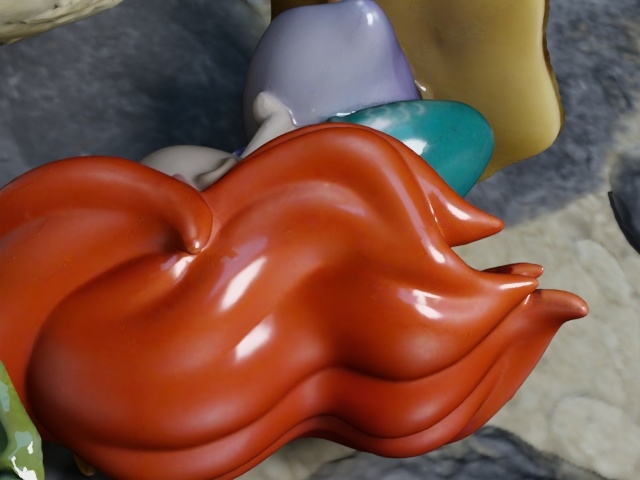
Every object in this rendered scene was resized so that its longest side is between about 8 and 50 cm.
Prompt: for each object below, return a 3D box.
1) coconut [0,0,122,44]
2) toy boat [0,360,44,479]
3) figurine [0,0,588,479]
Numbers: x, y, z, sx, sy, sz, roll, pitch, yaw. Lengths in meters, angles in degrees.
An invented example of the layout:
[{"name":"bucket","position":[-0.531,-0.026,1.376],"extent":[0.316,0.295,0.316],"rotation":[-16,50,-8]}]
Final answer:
[{"name":"coconut","position":[-0.168,-0.263,0.675],"extent":[0.404,0.404,0.405],"rotation":[11,52,-14]},{"name":"toy boat","position":[-0.125,0.169,0.557],"extent":[0.111,0.084,0.276],"rotation":[-5,62,-25]},{"name":"figurine","position":[-0.003,-0.007,0.677],"extent":[0.208,0.181,0.257],"rotation":[39,54,-8]}]
